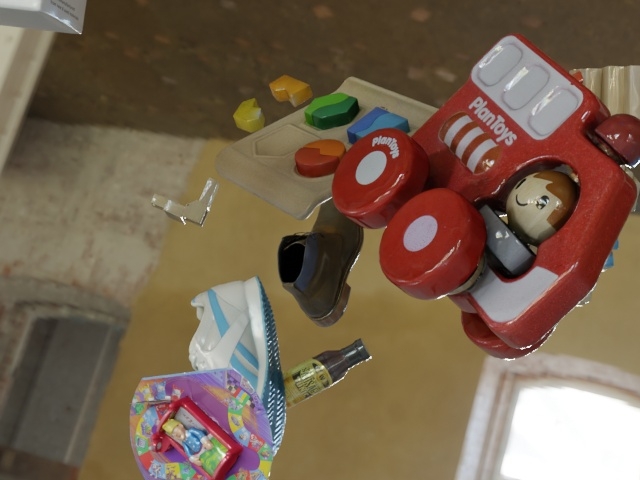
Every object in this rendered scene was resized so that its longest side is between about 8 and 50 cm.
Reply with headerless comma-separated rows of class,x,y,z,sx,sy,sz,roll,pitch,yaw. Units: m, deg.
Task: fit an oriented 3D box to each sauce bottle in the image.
sauce bottle,-0.003,0.153,1.313,0.128,0.042,0.042,-31,-25,4

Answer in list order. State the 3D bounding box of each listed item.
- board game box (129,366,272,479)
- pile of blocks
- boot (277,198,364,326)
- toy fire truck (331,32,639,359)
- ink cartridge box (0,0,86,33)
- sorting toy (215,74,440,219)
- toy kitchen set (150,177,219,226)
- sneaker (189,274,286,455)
board game box,-0.126,0.195,1.095,0.168,0.133,0.033,-10,0,30
pile of blocks,0.325,-0.060,1.471,0.112,0.362,0.149,0,27,-8
boot,0.000,0.000,1.581,0.082,0.219,0.106,-11,-32,29
toy fire truck,0.174,-0.051,1.077,0.169,0.254,0.302,36,12,-36
ink cartridge box,-0.269,-0.294,0.939,0.160,0.219,0.092,7,-1,9
sorting toy,-0.020,-0.141,1.427,0.307,0.229,0.041,30,-33,49
toy kitchen set,-0.210,-0.068,1.779,0.083,0.075,0.068,23,-9,2
sneaker,-0.094,0.149,1.265,0.092,0.229,0.087,-13,-39,6
